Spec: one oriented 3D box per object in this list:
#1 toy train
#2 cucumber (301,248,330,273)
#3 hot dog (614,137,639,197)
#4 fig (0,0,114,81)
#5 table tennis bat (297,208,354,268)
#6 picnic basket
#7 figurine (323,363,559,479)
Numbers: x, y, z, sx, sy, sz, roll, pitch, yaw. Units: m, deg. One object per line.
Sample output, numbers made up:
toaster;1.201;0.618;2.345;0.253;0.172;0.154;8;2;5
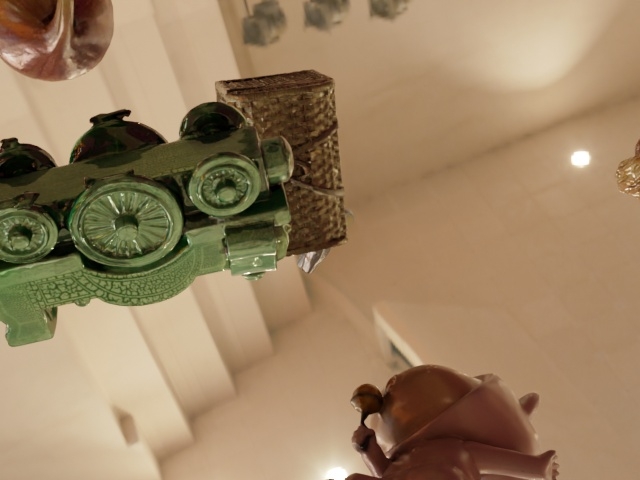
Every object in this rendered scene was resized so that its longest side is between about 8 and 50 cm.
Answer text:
toy train;-0.098;-0.008;0.548;0.178;0.105;0.071;-12;-142;-3
cucumber;0.001;0.001;1.397;0.033;0.135;0.034;-31;-120;-29
hot dog;0.555;-0.129;1.632;0.175;0.259;0.114;-52;-134;20
fig;-0.332;-0.271;1.286;0.175;0.175;0.207;-24;-143;-9
table tennis bat;-0.003;-0.002;1.546;0.100;0.155;0.019;-20;-110;-32
picnic basket;-0.044;-0.091;1.216;0.134;0.196;0.154;-8;-165;-13
figurine;0.113;0.207;1.007;0.176;0.186;0.287;-34;177;37
